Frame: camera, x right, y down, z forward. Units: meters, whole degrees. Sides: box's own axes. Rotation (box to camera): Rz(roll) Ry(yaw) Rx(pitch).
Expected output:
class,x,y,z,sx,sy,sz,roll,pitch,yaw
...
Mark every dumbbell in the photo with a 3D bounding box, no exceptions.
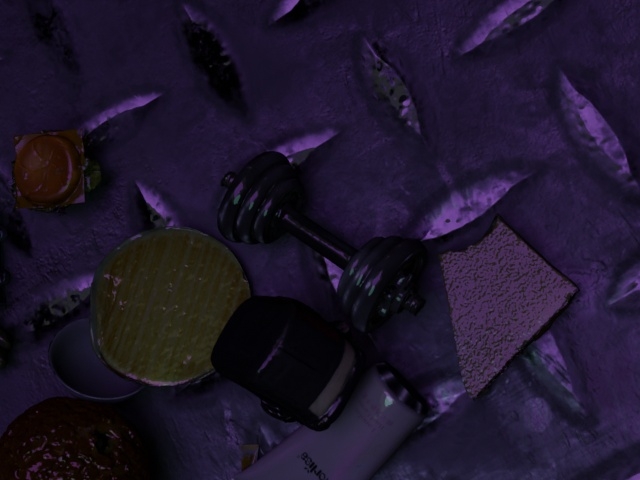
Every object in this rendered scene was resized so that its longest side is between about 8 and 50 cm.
class,x,y,z,sx,sy,sz,roll,pitch,yaw
dumbbell,0.000,0.000,1.830,0.406,0.179,0.179,34,93,18

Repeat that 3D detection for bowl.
class,x,y,z,sx,sy,sz,roll,pitch,yaw
bowl,-0.385,0.228,1.951,0.189,0.189,0.086,36,134,18

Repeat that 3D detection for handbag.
class,x,y,z,sx,sy,sz,roll,pitch,yaw
handbag,-0.046,0.188,1.773,0.181,0.254,0.181,36,75,-21

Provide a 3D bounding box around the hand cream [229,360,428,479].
class,x,y,z,sx,sy,sz,roll,pitch,yaw
hand cream,0.019,0.351,1.818,0.185,0.118,0.358,46,103,10

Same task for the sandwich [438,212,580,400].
class,x,y,z,sx,sy,sz,roll,pitch,yaw
sandwich,0.263,0.099,1.801,0.245,0.063,0.212,-47,69,6

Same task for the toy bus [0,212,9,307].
class,x,y,z,sx,sy,sz,roll,pitch,yaw
toy bus,-0.648,0.037,2.074,0.106,0.090,0.184,-8,78,17

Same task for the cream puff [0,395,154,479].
class,x,y,z,sx,sy,sz,roll,pitch,yaw
cream puff,-0.427,0.423,1.857,0.303,0.212,0.303,6,114,13

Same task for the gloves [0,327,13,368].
class,x,y,z,sx,sy,sz,roll,pitch,yaw
gloves,-0.696,0.181,2.054,0.268,0.135,0.107,8,59,7

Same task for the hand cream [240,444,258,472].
class,x,y,z,sx,sy,sz,roll,pitch,yaw
hand cream,-0.122,0.399,1.897,0.035,0.022,0.102,-5,77,24

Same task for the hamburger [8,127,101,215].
class,x,y,z,sx,sy,sz,roll,pitch,yaw
hamburger,-0.484,-0.125,2.042,0.190,0.093,0.164,7,87,19

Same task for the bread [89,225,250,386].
class,x,y,z,sx,sy,sz,roll,pitch,yaw
bread,-0.260,0.113,1.933,0.302,0.045,0.301,-2,69,5
